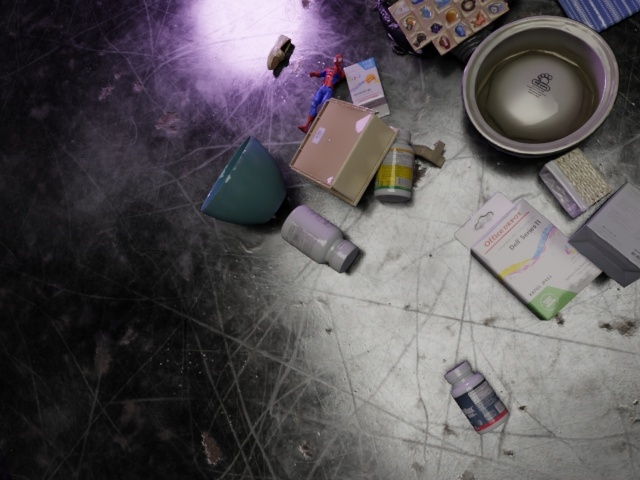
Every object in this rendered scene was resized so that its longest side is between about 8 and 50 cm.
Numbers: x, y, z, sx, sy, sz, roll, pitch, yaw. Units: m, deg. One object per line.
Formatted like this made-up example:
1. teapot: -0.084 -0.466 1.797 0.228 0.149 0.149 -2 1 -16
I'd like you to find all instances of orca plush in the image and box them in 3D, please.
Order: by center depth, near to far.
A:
1. orca plush: 0.272 -0.714 1.603 0.151 0.102 0.287 -28 76 11

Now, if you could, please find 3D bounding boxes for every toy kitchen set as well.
1. toy kitchen set: 0.344 -0.282 1.561 0.083 0.075 0.068 26 94 -22

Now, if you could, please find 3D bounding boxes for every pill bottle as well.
1. pill bottle: 0.432 0.436 1.395 0.108 0.108 0.180 -36 74 9
2. pill bottle: 0.230 -0.232 1.541 0.117 0.117 0.209 3 84 17
3. pill bottle: 0.000 0.000 1.569 0.229 0.131 0.131 35 93 18

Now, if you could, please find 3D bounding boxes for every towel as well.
1. towel: 0.882 -0.775 1.476 0.335 0.040 0.243 -27 78 13

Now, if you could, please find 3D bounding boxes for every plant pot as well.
1. plant pot: -0.226 -0.163 1.607 0.195 0.290 0.290 34 93 -17

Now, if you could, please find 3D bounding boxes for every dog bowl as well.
1. dog bowl: 0.618 -0.422 1.439 0.407 0.150 0.408 -3 81 16

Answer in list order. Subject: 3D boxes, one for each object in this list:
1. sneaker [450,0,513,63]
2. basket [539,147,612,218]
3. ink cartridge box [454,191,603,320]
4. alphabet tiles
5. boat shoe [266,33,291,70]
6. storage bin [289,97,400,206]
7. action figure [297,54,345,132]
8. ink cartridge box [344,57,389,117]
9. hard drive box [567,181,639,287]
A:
1. sneaker: 0.523 -0.660 1.529 0.295 0.104 0.147 -34 78 13
2. basket: 0.714 -0.163 1.394 0.103 0.113 0.167 -34 75 7
3. ink cartridge box: 0.570 0.030 1.405 0.207 0.119 0.353 -46 73 6
4. alphabet tiles: 0.394 -0.740 1.509 0.342 0.011 0.285 -32 80 12
5. boat shoe: -0.145 -0.658 1.745 0.045 0.050 0.135 24 89 23
6. storage bin: 0.061 -0.283 1.546 0.260 0.123 0.262 34 96 48
7. action figure: 0.002 -0.500 1.637 0.091 0.139 0.281 22 86 23
8. ink cartridge box: 0.153 -0.490 1.628 0.104 0.061 0.181 -17 79 14
9. hard drive box: 0.801 -0.020 1.304 0.232 0.089 0.181 -36 71 -25
